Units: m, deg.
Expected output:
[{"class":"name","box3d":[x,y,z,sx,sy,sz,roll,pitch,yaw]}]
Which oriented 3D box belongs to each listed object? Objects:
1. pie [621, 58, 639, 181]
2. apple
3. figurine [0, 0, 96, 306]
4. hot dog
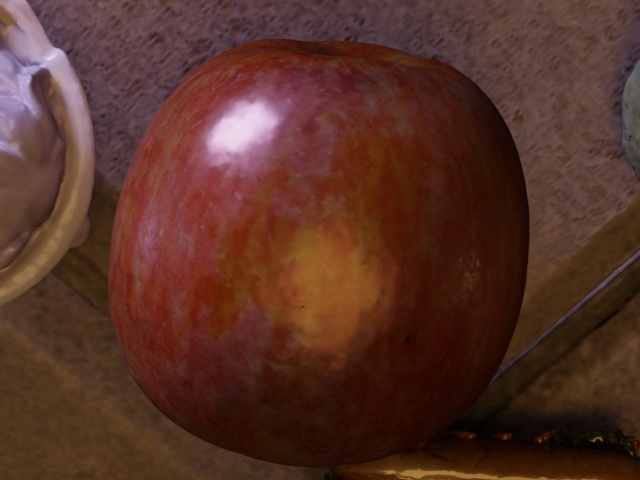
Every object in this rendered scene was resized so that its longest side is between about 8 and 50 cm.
[{"class":"pie","box3d":[0.264,-0.086,0.664,0.240,0.054,0.241,-2,114,-4]},{"class":"apple","box3d":[0.000,0.000,0.609,0.188,0.188,0.174,6,105,-7]},{"class":"figurine","box3d":[-0.198,-0.056,0.595,0.236,0.141,0.162,37,86,-19]},{"class":"hot dog","box3d":[0.088,0.130,0.743,0.188,0.055,0.072,2,143,0]}]
